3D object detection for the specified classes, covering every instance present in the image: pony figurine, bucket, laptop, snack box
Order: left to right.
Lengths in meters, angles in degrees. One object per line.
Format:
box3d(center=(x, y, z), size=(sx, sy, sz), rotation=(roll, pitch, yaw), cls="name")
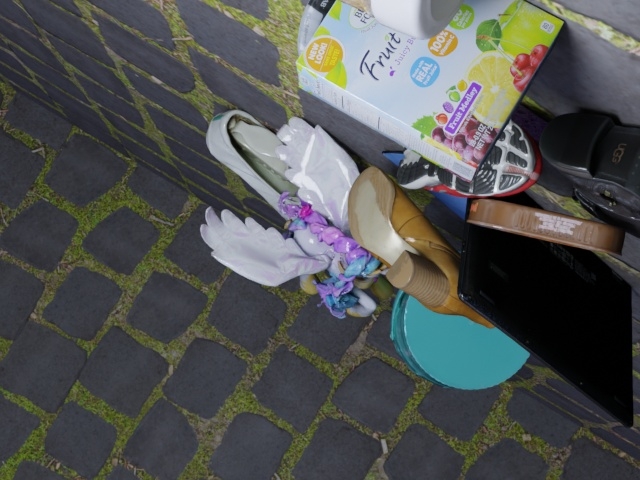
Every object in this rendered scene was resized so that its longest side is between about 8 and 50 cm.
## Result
box3d(center=(0.000, 0.000, 1.764), size=(0.351, 0.303, 0.363), rotation=(35, 168, 7), cls="pony figurine")
box3d(center=(0.106, -0.184, 0.974), size=(0.207, 0.174, 0.070), rotation=(30, 169, 9), cls="snack box")
box3d(center=(0.268, 0.149, 1.815), size=(0.281, 0.281, 0.183), rotation=(31, 177, 3), cls="bucket")
box3d(center=(0.279, 0.059, 1.525), size=(0.382, 0.408, 0.236), rotation=(36, 136, -26), cls="laptop")

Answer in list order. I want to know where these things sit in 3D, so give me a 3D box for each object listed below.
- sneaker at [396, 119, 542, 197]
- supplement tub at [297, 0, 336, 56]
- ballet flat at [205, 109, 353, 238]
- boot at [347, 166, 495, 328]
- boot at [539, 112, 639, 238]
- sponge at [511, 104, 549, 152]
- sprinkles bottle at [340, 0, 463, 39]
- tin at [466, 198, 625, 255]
box3d(center=(0.204, -0.100, 1.224), size=(0.118, 0.107, 0.279), rotation=(15, -179, -23), cls="sneaker")
box3d(center=(0.079, -0.213, 1.091), size=(0.190, 0.117, 0.117), rotation=(29, 170, 23), cls="supplement tub")
box3d(center=(-0.055, -0.125, 1.955), size=(0.400, 0.139, 0.139), rotation=(36, 170, -5), cls="ballet flat")
box3d(center=(0.167, 0.017, 1.564), size=(0.211, 0.104, 0.295), rotation=(25, -152, -35), cls="boot")
box3d(center=(0.382, -0.051, 1.113), size=(0.263, 0.091, 0.229), rotation=(30, 176, 37), cls="boot")
box3d(center=(0.188, -0.170, 1.222), size=(0.210, 0.031, 0.117), rotation=(32, 171, -5), cls="sponge")
box3d(center=(-0.028, -0.308, 0.928), size=(0.355, 0.121, 0.121), rotation=(28, 170, 22), cls="sprinkles bottle")
box3d(center=(0.273, -0.017, 1.180), size=(0.189, 0.040, 0.106), rotation=(13, -174, 0), cls="tin")
